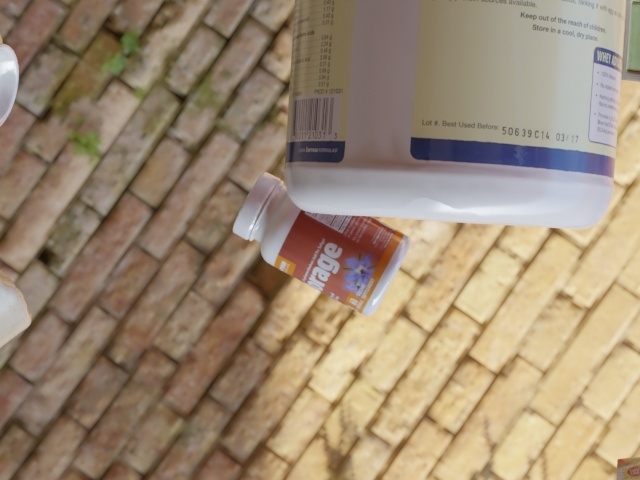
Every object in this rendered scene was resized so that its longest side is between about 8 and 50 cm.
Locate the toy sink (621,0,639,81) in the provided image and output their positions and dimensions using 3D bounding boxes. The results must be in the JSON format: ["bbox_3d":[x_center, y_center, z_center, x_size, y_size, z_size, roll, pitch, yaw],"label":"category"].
[{"bbox_3d":[0.593,-0.329,2.054,0.131,0.234,0.152,-53,147,-52],"label":"toy sink"}]

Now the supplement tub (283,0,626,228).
[{"bbox_3d":[0.099,-0.175,0.937,0.235,0.235,0.324,-3,97,-81],"label":"supplement tub"}]

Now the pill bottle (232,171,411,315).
[{"bbox_3d":[0.000,0.000,1.722,0.121,0.216,0.121,-62,176,-7],"label":"pill bottle"}]

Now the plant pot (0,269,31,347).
[{"bbox_3d":[-0.498,0.074,1.426,0.305,0.333,0.334,-31,166,-14],"label":"plant pot"}]

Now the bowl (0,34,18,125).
[{"bbox_3d":[-0.482,-0.212,1.683,0.289,0.156,0.289,14,90,-79],"label":"bowl"}]

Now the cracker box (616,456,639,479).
[{"bbox_3d":[0.524,0.401,1.967,0.232,0.156,0.067,-55,134,-67],"label":"cracker box"}]
